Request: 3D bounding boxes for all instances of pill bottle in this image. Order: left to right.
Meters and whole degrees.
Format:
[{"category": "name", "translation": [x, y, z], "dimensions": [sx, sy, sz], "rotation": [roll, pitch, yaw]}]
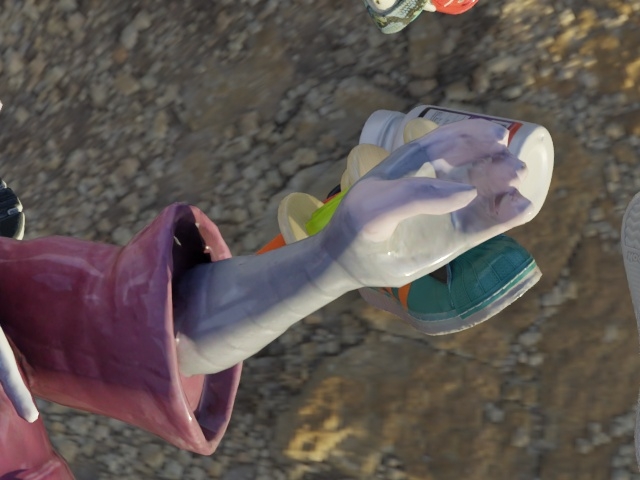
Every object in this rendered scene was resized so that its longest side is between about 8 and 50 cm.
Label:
[{"category": "pill bottle", "translation": [0.142, -0.087, 1.852], "dimensions": [0.108, 0.193, 0.108], "rotation": [-31, 127, -52]}]

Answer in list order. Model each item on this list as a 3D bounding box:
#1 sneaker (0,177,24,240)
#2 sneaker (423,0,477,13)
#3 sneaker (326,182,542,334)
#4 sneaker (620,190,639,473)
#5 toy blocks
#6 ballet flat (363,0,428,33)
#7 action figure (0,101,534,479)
[{"category": "sneaker", "translation": [-0.315, -0.051, 1.426], "dimensions": [0.081, 0.094, 0.208], "rotation": [-30, 68, -16]}, {"category": "sneaker", "translation": [0.128, -0.310, 1.382], "dimensions": [0.118, 0.107, 0.279], "rotation": [34, 77, -49]}, {"category": "sneaker", "translation": [0.087, 0.004, 1.600], "dimensions": [0.108, 0.302, 0.121], "rotation": [-39, 109, -18]}, {"category": "sneaker", "translation": [0.297, 0.090, 1.194], "dimensions": [0.151, 0.094, 0.256], "rotation": [2, 79, -29]}, {"category": "toy blocks", "translation": [0.000, 0.000, 0.942], "dimensions": [0.054, 0.148, 0.123], "rotation": [56, 32, 3]}, {"category": "ballet flat", "translation": [0.061, -0.208, 1.244], "dimensions": [0.070, 0.188, 0.070], "rotation": [11, 61, -21]}, {"category": "action figure", "translation": [-0.092, 0.099, 0.451], "dimensions": [0.248, 0.276, 0.370], "rotation": [-19, 93, -32]}]
